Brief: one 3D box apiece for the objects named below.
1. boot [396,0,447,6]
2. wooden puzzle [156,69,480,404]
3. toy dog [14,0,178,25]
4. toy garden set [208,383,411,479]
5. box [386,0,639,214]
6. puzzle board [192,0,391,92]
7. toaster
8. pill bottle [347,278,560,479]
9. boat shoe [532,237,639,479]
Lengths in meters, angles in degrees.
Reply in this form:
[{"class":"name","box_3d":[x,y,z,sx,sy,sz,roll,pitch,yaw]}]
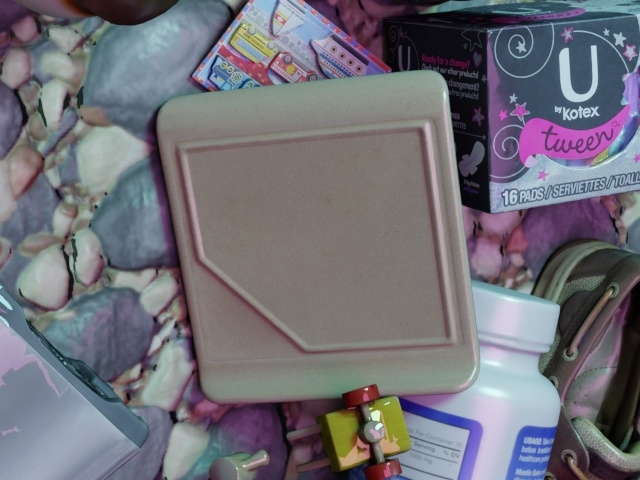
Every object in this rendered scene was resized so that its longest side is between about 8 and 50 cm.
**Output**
[{"class":"boot","box_3d":[0.075,-0.203,1.075,0.190,0.208,0.076,-1,102,-25]},{"class":"wooden puzzle","box_3d":[0.000,0.000,1.113,0.221,0.044,0.238,-4,101,15]},{"class":"toy dog","box_3d":[-0.122,-0.340,0.956,0.408,0.285,0.395,-59,153,-8]},{"class":"toy garden set","box_3d":[-0.010,0.231,1.124,0.049,0.244,0.203,-4,76,-63]},{"class":"box","box_3d":[0.196,-0.116,1.173,0.247,0.163,0.142,-10,104,-24]},{"class":"puzzle board","box_3d":[-0.020,-0.127,1.140,0.128,0.011,0.096,34,99,-27]},{"class":"toaster","box_3d":[-0.240,0.109,1.023,0.146,0.129,0.227,-46,116,-10]},{"class":"pill bottle","box_3d":[0.104,0.168,1.184,0.152,0.152,0.272,13,92,-27]},{"class":"boat shoe","box_3d":[0.214,0.170,1.252,0.123,0.123,0.342,20,90,-27]}]
